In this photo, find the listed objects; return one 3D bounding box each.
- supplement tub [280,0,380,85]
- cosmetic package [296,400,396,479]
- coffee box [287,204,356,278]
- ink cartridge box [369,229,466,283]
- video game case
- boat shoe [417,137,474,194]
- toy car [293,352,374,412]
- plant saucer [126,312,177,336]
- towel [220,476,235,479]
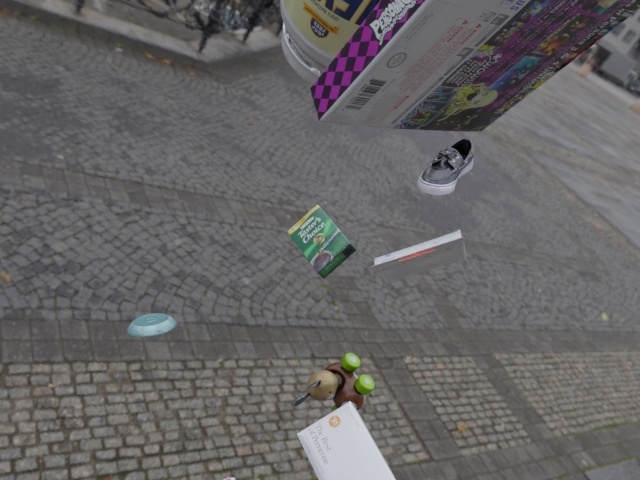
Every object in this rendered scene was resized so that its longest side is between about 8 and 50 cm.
[{"bbox_3d":[0.072,-0.391,0.850,0.236,0.325,0.235,7,62,-13],"label":"supplement tub"},{"bbox_3d":[0.063,0.357,0.829,0.239,0.099,0.060,56,-8,37],"label":"cosmetic package"},{"bbox_3d":[0.000,0.000,1.479,0.040,0.113,0.184,44,7,-45],"label":"coffee box"},{"bbox_3d":[0.200,0.023,1.198,0.232,0.189,0.066,43,29,-68],"label":"ink cartridge box"},{"bbox_3d":[0.136,-0.169,0.477,0.210,0.232,0.041,-4,68,-34],"label":"video game case"},{"bbox_3d":[0.277,-0.166,1.260,0.080,0.076,0.228,22,35,29],"label":"boat shoe"},{"bbox_3d":[0.022,0.410,1.601,0.189,0.155,0.149,0,45,-43],"label":"toy car"},{"bbox_3d":[-0.413,0.202,1.432,0.120,0.021,0.119,-4,14,1],"label":"plant saucer"},{"bbox_3d":[-0.173,0.365,0.690,0.197,0.029,0.144,17,68,-51],"label":"towel"}]
